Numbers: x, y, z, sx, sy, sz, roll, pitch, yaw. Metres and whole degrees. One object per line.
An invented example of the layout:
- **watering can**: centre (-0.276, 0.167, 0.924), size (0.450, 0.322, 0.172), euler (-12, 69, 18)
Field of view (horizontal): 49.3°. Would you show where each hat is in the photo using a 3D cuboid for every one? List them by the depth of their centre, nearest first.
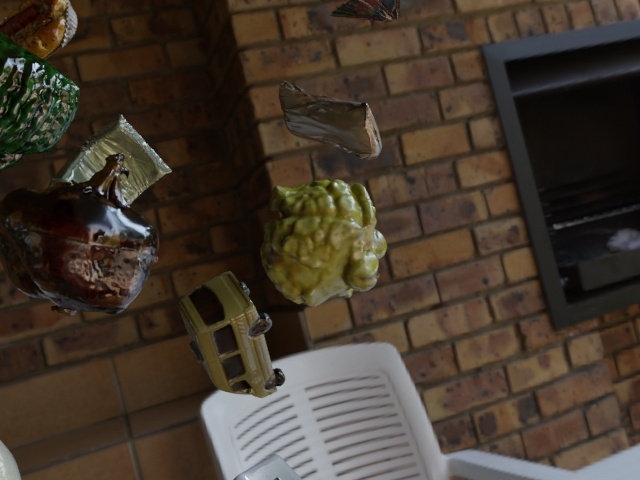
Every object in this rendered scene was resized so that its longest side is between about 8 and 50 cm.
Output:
- **hat**: centre (-0.599, -0.194, 1.189), size (0.332, 0.274, 0.242), euler (-57, 1, 5)

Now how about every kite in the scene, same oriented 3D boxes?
- **kite**: centre (0.125, -0.579, 1.639), size (0.183, 0.014, 0.241), euler (27, -33, -26)

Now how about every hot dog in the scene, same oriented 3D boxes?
- **hot dog**: centre (-0.581, -0.390, 1.346), size (0.253, 0.131, 0.069), euler (-23, -17, 14)

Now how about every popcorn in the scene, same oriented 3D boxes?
- **popcorn**: centre (0.000, 0.000, 1.294), size (0.256, 0.255, 0.195), euler (-51, 21, 13)

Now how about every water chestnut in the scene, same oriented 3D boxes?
- **water chestnut**: centre (-0.494, -0.025, 1.454), size (0.335, 0.347, 0.335), euler (17, 5, -2)

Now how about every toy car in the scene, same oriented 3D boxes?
- **toy car**: centre (-0.143, 0.172, 1.131), size (0.124, 0.101, 0.256), euler (-26, -41, -17)

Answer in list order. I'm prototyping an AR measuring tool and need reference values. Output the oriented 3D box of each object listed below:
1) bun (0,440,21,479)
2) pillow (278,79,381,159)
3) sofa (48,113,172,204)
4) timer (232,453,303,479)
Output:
- **bun**: centre (-0.285, 0.187, 0.473), size (0.138, 0.138, 0.094), euler (-15, -27, 12)
- **pillow**: centre (0.015, -0.260, 1.510), size (0.270, 0.067, 0.173), euler (24, -23, 33)
- **sofa**: centre (-0.530, -0.157, 1.759), size (0.176, 0.210, 0.225), euler (-22, 31, 30)
- **timer**: centre (-0.107, 0.557, 1.324), size (0.192, 0.195, 0.194), euler (-52, -17, 10)
